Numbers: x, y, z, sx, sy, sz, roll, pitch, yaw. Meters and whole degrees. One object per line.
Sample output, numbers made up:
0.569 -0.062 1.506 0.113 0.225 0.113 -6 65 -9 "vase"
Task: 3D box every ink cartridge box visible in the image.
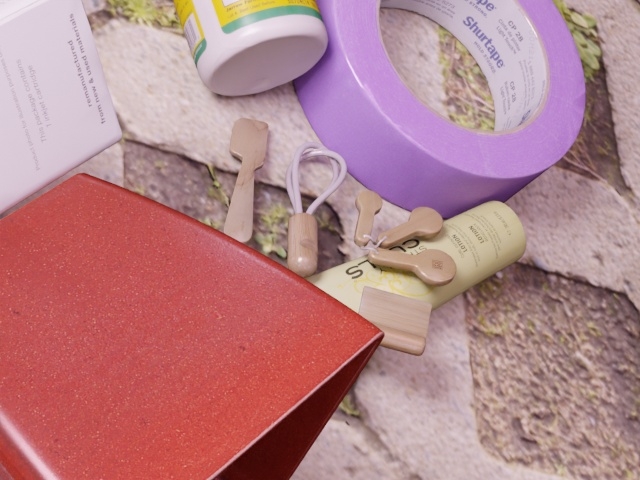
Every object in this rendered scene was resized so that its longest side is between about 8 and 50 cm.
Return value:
-0.325 -0.064 1.079 0.307 0.223 0.129 -37 124 -39 "ink cartridge box"

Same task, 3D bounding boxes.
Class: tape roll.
0.111 -0.162 1.503 0.275 0.090 0.274 14 59 -24 "tape roll"

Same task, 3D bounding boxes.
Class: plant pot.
-0.162 0.118 1.092 0.236 0.267 0.267 43 50 13 "plant pot"

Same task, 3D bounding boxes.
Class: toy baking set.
-0.003 0.005 1.359 0.256 0.030 0.197 34 50 12 "toy baking set"

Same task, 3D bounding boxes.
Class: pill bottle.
-0.079 -0.243 1.410 0.118 0.117 0.208 -8 69 -35 "pill bottle"

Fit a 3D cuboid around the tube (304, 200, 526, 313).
0.077 0.035 1.396 0.240 0.070 0.062 -25 119 -32 "tube"
